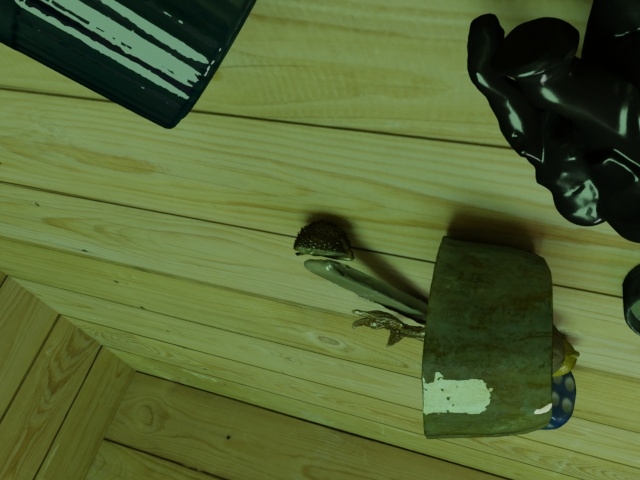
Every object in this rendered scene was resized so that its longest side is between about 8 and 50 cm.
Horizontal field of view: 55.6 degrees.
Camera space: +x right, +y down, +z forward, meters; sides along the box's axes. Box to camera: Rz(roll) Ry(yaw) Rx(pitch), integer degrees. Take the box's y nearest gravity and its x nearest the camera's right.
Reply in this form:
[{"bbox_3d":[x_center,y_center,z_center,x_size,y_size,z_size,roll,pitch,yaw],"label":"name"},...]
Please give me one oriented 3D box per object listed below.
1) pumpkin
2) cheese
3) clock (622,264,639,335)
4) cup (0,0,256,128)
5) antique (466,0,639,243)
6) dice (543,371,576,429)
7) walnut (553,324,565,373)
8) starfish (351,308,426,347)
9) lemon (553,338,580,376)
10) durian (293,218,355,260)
[{"bbox_3d":[0.275,0.168,0.986,0.199,0.332,0.332,8,152,14],"label":"pumpkin"},{"bbox_3d":[0.138,0.114,1.235,0.400,0.034,0.085,26,158,-35],"label":"cheese"},{"bbox_3d":[0.614,0.108,0.929,0.281,0.055,0.280,16,154,8],"label":"clock"},{"bbox_3d":[-0.201,-0.298,0.578,0.292,0.307,0.242,30,-176,-20],"label":"cup"},{"bbox_3d":[0.313,-0.132,0.539,0.322,0.185,0.255,-6,143,36],"label":"antique"},{"bbox_3d":[0.469,0.332,1.355,0.143,0.146,0.146,29,152,-22],"label":"dice"},{"bbox_3d":[0.389,0.204,1.182,0.162,0.140,0.140,-1,149,16],"label":"walnut"},{"bbox_3d":[0.166,0.192,1.297,0.236,0.062,0.277,18,167,-9],"label":"starfish"},{"bbox_3d":[0.476,0.238,1.243,0.111,0.082,0.082,-8,143,40],"label":"lemon"},{"bbox_3d":[0.002,-0.001,1.132,0.110,0.071,0.140,24,160,-39],"label":"durian"}]
